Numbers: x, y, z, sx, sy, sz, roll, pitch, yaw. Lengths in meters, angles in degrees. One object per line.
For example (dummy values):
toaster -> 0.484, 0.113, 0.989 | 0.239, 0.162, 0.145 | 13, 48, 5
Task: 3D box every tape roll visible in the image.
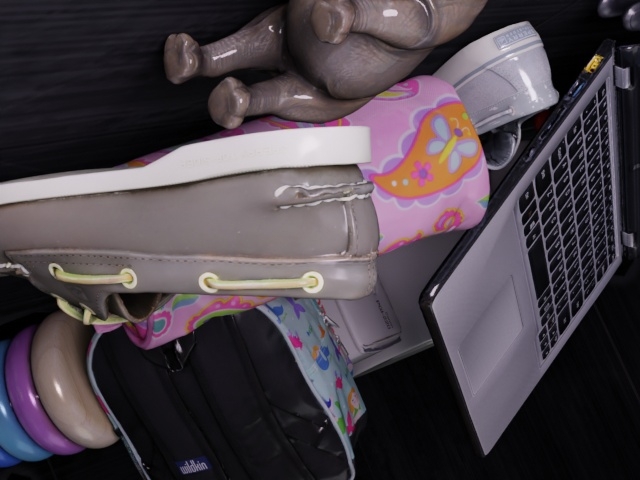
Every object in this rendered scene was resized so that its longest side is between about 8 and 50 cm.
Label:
tape roll -> 0.109, 0.033, 1.560 | 0.246, 0.169, 0.246 | -24, 172, -4

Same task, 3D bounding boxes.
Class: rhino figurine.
rhino figurine -> 0.032, -0.117, 0.636 | 0.106, 0.073, 0.243 | -9, 167, -39

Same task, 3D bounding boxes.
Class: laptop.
laptop -> 0.315, 0.021, 1.168 | 0.408, 0.236, 0.382 | -52, 154, -14

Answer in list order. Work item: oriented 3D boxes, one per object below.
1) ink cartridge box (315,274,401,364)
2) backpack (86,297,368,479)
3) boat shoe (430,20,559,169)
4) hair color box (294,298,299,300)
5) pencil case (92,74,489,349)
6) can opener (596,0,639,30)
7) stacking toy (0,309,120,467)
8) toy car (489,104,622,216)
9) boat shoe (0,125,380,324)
ink cartridge box -> -0.043, 0.081, 1.464 | 0.218, 0.159, 0.092 | -29, 172, 30
backpack -> -0.090, 0.124, 1.305 | 0.225, 0.253, 0.191 | -19, -151, 20
boat shoe -> 0.116, -0.089, 1.060 | 0.079, 0.081, 0.227 | -21, 172, -19
hair color box -> 0.000, 0.000, 1.250 | 0.072, 0.043, 0.141 | -21, -161, 5
pencil case -> -0.026, -0.022, 0.933 | 0.284, 0.124, 0.124 | -21, 172, -23
can opener -> 0.280, -0.188, 1.037 | 0.186, 0.073, 0.059 | -16, -151, -27
stacking toy -> -0.358, 0.185, 1.374 | 0.330, 0.141, 0.141 | -22, 173, 19
toy car -> 0.266, -0.085, 1.369 | 0.159, 0.136, 0.182 | 25, 143, -36
boat shoe -> -0.106, 0.002, 0.761 | 0.305, 0.091, 0.109 | -8, -179, 30
